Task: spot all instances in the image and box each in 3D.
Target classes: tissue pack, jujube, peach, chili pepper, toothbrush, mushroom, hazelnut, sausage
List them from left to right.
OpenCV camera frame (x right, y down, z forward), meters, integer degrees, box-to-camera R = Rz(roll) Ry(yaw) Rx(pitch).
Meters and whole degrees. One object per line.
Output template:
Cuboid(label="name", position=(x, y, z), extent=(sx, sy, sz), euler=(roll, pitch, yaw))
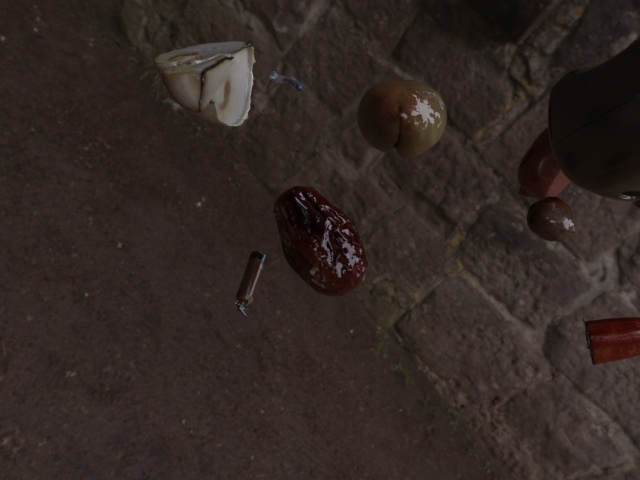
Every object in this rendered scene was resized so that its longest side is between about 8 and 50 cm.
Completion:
Cuboid(label="mushroom", position=(-0.262, -0.326, 1.175), extent=(0.236, 0.173, 0.162), euler=(-57, 146, -51))
Cuboid(label="toothbrush", position=(-0.081, -0.355, 1.200), extent=(0.021, 0.027, 0.269), euler=(31, 9, -27))
Cuboid(label="jujube", position=(0.000, 0.000, 1.336), extent=(0.290, 0.197, 0.197), euler=(56, 29, 8))
Cuboid(label="peach", position=(0.261, -0.398, 1.734), extent=(0.292, 0.247, 0.292), euler=(21, 0, 0))
Cuboid(label="hazelnut", position=(0.408, -0.035, 0.949), extent=(0.086, 0.086, 0.086), euler=(33, 31, -23))
Cuboid(label="sausage", position=(0.631, -0.220, 1.451), extent=(0.148, 0.254, 0.148), euler=(29, 16, -9))
Cuboid(label="chili pepper", position=(0.507, 0.154, 0.840), extent=(0.088, 0.169, 0.065), euler=(58, 30, -44))
Cuboid(label="tissue pack", position=(0.622, -0.225, 0.961), extent=(0.267, 0.387, 0.276), euler=(5, 71, -26))

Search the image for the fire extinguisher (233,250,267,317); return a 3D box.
Cuboid(label="fire extinguisher", position=(-0.191, 0.118, 1.470), extent=(0.062, 0.050, 0.177), euler=(31, 67, -36))

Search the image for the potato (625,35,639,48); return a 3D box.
Cuboid(label="potato", position=(0.798, -0.291, 1.182), extent=(0.359, 0.219, 0.269), euler=(52, -7, 17))
